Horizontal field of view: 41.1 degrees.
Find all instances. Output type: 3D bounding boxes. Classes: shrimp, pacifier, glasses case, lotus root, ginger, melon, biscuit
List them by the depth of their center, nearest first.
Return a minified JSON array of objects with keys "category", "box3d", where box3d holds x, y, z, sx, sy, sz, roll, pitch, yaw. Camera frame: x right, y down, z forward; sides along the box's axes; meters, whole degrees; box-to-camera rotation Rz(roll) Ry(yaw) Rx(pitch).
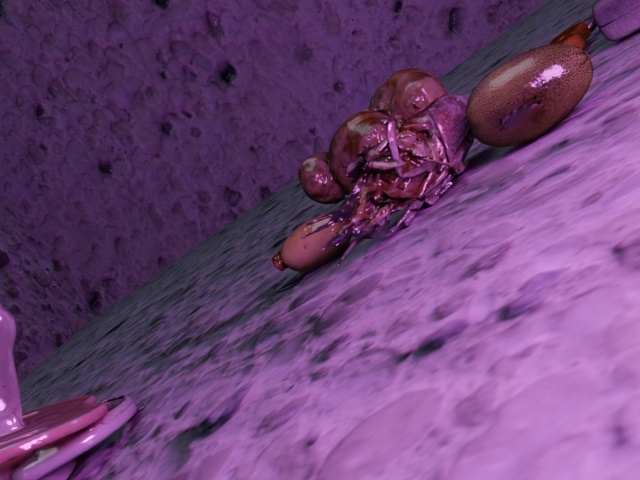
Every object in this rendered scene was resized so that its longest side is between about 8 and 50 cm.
[{"category":"melon","box3d":[0.251,-0.175,1.027,0.162,0.099,0.099,-30,9,23]},{"category":"pacifier","box3d":[-0.390,0.218,1.051,0.220,0.273,0.332,-55,13,-17]},{"category":"shrimp","box3d":[0.101,-0.085,1.089,0.343,0.116,0.145,-41,-5,-34]},{"category":"lotus root","box3d":[0.000,0.000,1.208,0.150,0.062,0.073,-32,-14,15]},{"category":"glasses case","box3d":[0.526,-0.407,1.323,0.131,0.074,0.323,-27,12,45]},{"category":"biscuit","box3d":[0.364,-0.286,1.424,0.186,0.044,0.295,-35,6,34]},{"category":"ginger","box3d":[0.102,-0.176,1.474,0.304,0.155,0.244,-38,10,-22]}]

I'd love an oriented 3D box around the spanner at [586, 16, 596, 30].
[{"category":"spanner","box3d":[0.504,-0.445,1.444,0.054,0.015,0.254,-42,-19,-40]}]
